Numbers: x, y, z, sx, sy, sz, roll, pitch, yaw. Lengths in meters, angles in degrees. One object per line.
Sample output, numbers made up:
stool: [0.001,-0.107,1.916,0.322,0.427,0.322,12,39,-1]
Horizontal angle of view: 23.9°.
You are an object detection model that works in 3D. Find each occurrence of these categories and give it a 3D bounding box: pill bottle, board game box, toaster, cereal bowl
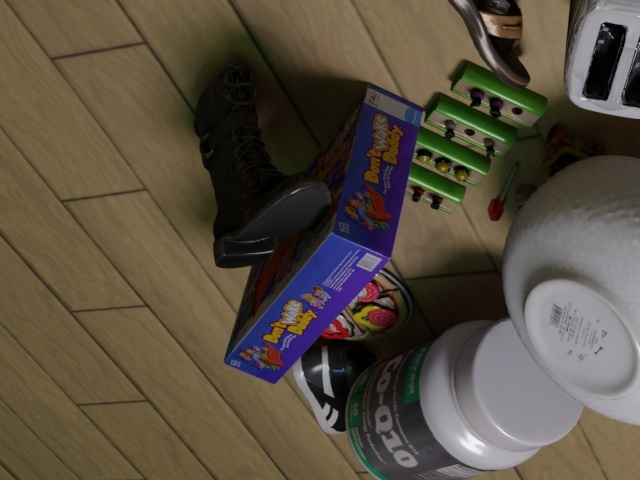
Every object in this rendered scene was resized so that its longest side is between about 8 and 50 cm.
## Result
pill bottle: [0.195,0.223,2.074,0.204,0.204,0.361,27,154,-15]
board game box: [0.000,0.000,1.884,0.078,0.233,0.347,24,142,-12]
toaster: [0.316,-0.228,1.545,0.129,0.146,0.227,13,144,5]
cereal bowl: [0.340,0.080,1.738,0.339,0.141,0.339,30,139,30]

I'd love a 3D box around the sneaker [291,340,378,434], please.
sneaker: [0.045,0.228,2.297,0.121,0.079,0.217,-10,144,16]

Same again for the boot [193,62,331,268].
boot: [-0.087,-0.104,1.788,0.091,0.229,0.263,-1,162,-30]

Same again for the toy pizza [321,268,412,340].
toy pizza: [0.031,0.090,2.158,0.201,0.032,0.201,10,143,8]

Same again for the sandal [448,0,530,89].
sandal: [0.182,-0.251,1.637,0.060,0.090,0.219,-27,123,15]

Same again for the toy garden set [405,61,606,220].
toy garden set: [0.207,-0.090,1.846,0.204,0.049,0.244,24,143,-11]
